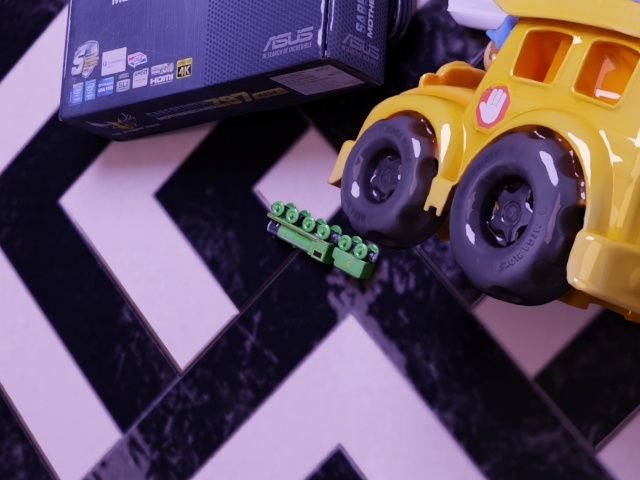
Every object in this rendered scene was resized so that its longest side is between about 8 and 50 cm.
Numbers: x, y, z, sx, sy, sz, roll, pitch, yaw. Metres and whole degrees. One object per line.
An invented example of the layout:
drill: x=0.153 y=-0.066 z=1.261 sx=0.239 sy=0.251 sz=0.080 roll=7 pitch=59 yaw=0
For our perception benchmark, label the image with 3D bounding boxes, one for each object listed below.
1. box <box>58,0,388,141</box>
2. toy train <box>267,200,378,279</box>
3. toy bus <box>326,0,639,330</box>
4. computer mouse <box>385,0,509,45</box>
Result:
box: x=-0.061 y=-0.170 z=1.009 sx=0.233 sy=0.059 sz=0.183 roll=-7 pitch=72 yaw=39
toy train: x=0.000 y=0.000 z=0.969 sx=0.083 sy=0.017 sz=0.023 roll=27 pitch=102 yaw=34
toy bus: x=0.129 y=-0.072 z=0.795 sx=0.220 sy=0.149 sz=0.211 roll=23 pitch=99 yaw=53
computer mouse: x=0.106 y=-0.154 z=0.930 sx=0.193 sy=0.042 sz=0.106 roll=14 pitch=83 yaw=34
